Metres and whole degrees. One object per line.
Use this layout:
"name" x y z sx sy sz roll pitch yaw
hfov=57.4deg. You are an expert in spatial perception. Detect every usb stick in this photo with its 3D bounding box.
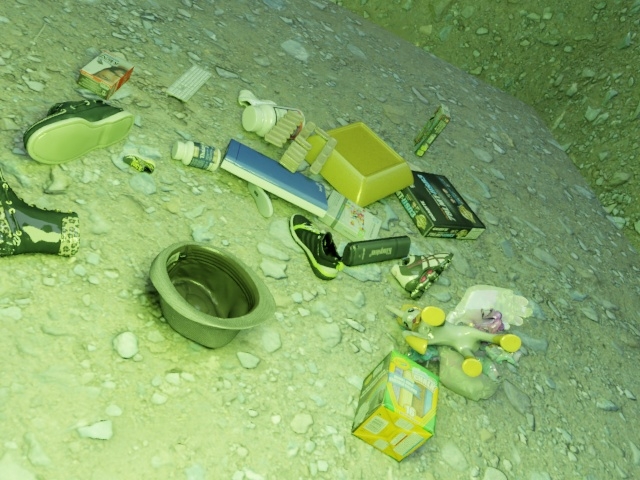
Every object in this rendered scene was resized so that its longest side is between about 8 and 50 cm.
"usb stick" 0.170 0.029 1.723 0.278 0.077 0.045 -6 27 -44

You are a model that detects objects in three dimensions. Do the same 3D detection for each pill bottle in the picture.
"pill bottle" -0.340 -0.234 1.599 0.120 0.067 0.067 11 41 -32
"pill bottle" -0.154 -0.388 1.908 0.193 0.108 0.108 -2 49 -42

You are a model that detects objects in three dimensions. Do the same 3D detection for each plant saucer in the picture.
"plant saucer" 0.132 -0.287 2.000 0.332 0.081 0.333 -26 64 -42

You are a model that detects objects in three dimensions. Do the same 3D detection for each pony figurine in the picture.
"pony figurine" 0.343 0.234 1.424 0.350 0.303 0.363 19 -1 -2

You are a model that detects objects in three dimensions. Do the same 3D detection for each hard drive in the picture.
"hard drive" -0.130 -0.185 1.705 0.318 0.040 0.210 26 20 -14

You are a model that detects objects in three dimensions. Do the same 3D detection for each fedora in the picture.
"fedora" -0.237 0.126 1.208 0.275 0.124 0.243 40 31 22

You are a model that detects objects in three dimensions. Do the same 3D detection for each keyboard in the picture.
"keyboard" -0.426 -0.516 1.909 0.072 0.014 0.256 30 34 -9

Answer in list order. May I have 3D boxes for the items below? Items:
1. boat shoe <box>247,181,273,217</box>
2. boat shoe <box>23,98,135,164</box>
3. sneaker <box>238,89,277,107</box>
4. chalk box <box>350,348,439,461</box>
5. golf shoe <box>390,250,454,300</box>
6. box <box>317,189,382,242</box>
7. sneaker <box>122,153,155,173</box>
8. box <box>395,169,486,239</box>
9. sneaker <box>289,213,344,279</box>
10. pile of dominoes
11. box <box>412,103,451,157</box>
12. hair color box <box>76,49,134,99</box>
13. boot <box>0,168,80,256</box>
"boat shoe" -0.159 -0.120 1.639 0.040 0.049 0.142 2 45 -40
"boat shoe" -0.588 -0.277 1.386 0.113 0.127 0.340 38 33 5
"sneaker" -0.212 -0.457 1.998 0.152 0.054 0.061 20 46 -12
"chalk box" 0.172 0.346 1.294 0.132 0.132 0.213 32 36 -5
"golf shoe" 0.317 0.074 1.775 0.120 0.105 0.273 38 33 16
"box" 0.092 -0.063 1.797 0.186 0.038 0.145 34 35 -5
"sneaker" -0.458 -0.193 1.480 0.083 0.031 0.035 14 40 -28
"box" 0.420 -0.133 2.137 0.293 0.073 0.296 4 44 -39
"sneaker" 0.000 0.000 1.588 0.084 0.097 0.235 -3 50 -43
"pile of dominoes" -0.065 -0.303 1.832 0.196 0.040 0.251 36 38 -7
"box" 0.461 -0.457 2.433 0.036 0.207 0.114 25 35 -15
"hair color box" -0.609 -0.474 1.667 0.093 0.053 0.167 28 36 -13
"boot" -0.588 -0.062 1.168 0.178 0.085 0.236 5 51 -40
